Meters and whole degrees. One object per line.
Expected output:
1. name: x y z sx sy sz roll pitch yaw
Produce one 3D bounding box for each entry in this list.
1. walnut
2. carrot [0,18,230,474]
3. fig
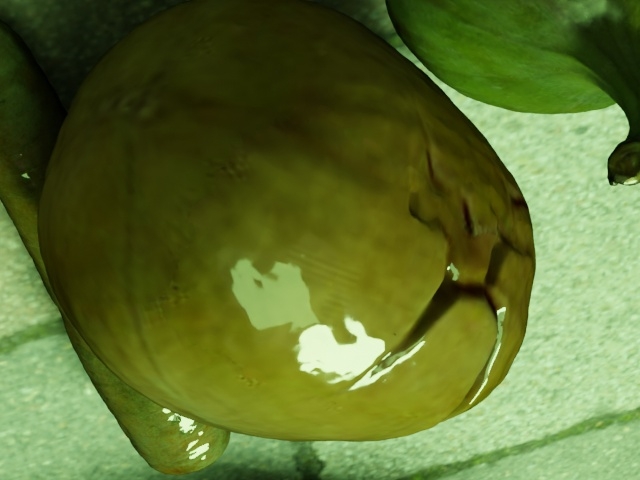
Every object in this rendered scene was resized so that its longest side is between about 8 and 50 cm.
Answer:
1. walnut: 0.000 0.000 0.878 0.203 0.203 0.298 -42 144 21
2. carrot: -0.117 0.001 0.932 0.070 0.070 0.342 -23 134 -1
3. fig: 0.111 -0.093 0.795 0.149 0.245 0.149 -10 131 -11
